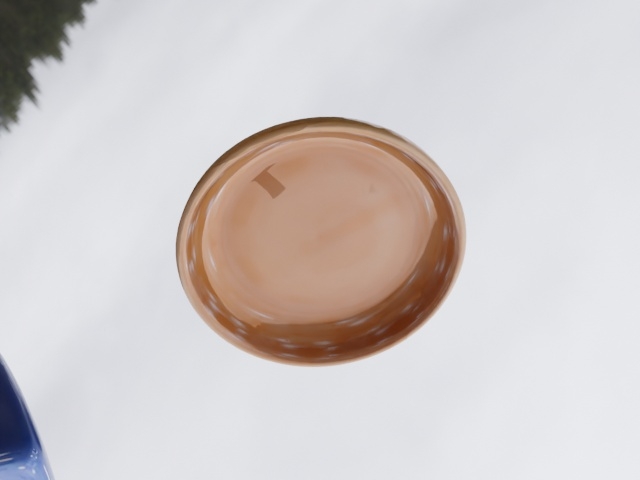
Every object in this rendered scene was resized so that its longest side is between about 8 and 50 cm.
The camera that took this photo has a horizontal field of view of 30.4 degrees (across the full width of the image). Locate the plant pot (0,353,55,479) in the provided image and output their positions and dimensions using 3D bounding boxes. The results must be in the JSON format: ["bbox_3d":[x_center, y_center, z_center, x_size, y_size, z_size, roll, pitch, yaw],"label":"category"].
[{"bbox_3d":[-0.264,0.146,0.627,0.235,0.236,0.212,-13,-139,-16],"label":"plant pot"}]

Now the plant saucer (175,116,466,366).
[{"bbox_3d":[0.000,0.000,0.816,0.200,0.200,0.037,-33,-150,14],"label":"plant saucer"}]
